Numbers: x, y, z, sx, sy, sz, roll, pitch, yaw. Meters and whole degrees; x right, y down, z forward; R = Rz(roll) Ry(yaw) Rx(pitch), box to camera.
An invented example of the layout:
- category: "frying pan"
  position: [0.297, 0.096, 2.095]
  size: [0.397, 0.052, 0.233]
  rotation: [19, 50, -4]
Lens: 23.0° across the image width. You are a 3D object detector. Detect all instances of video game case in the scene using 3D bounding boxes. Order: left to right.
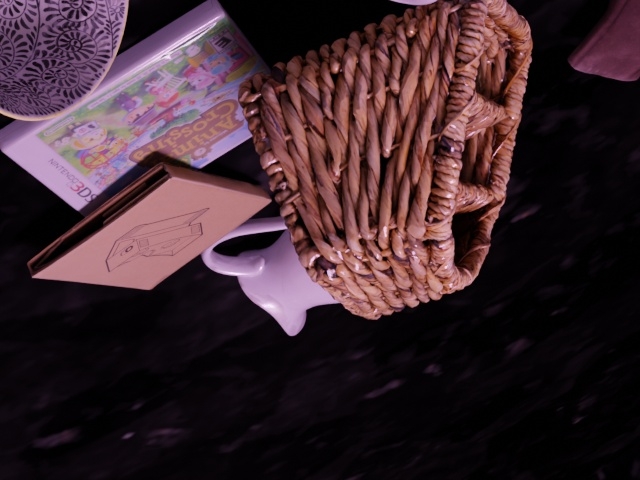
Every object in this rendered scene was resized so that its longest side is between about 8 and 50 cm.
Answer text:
- category: "video game case"
  position: [-0.141, -0.101, 1.338]
  size: [0.212, 0.023, 0.193]
  rotation: [-31, 155, 5]

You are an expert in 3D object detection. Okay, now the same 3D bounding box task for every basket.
- category: "basket"
  position: [0.097, -0.065, 1.320]
  size: [0.223, 0.213, 0.299]
  rotation: [-23, 173, 12]

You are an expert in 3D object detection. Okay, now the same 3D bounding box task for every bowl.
- category: "bowl"
  position: [-0.213, -0.167, 1.044]
  size: [0.170, 0.080, 0.170]
  rotation: [-15, 109, -51]

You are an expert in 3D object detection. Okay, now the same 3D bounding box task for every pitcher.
- category: "pitcher"
  position: [0.000, 0.000, 1.580]
  size: [0.207, 0.125, 0.178]
  rotation: [-30, 142, 29]

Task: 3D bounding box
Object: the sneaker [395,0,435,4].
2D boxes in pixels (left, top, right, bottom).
- category: "sneaker"
  position: [0.141, -0.242, 1.050]
  size: [0.236, 0.130, 0.323]
  rotation: [-45, -158, -30]

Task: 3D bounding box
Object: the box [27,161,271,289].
- category: "box"
  position: [-0.154, -0.009, 1.461]
  size: [0.164, 0.021, 0.201]
  rotation: [-35, 163, 17]

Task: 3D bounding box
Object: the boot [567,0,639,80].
- category: "boot"
  position: [0.309, -0.230, 1.481]
  size: [0.248, 0.090, 0.207]
  rotation: [0, 140, -52]
